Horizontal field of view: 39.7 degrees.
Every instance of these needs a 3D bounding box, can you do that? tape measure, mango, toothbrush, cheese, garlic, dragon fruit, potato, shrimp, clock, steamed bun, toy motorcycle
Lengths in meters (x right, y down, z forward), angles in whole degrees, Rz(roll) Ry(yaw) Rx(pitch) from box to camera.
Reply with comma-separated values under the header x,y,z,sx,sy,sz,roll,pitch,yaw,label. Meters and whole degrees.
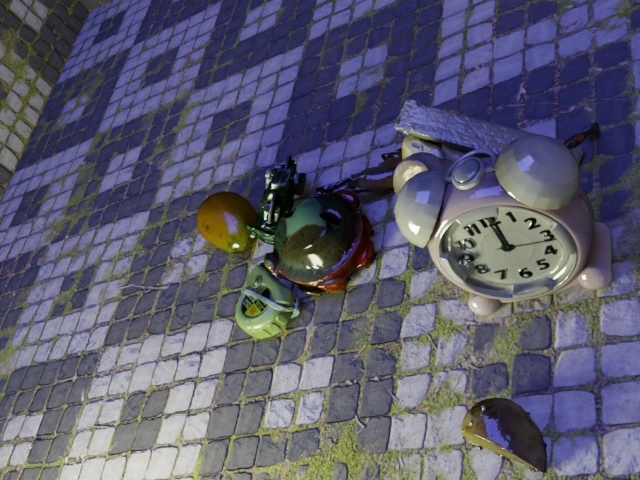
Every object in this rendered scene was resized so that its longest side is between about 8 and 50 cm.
x,y,z,sx,sy,sz,roll,pitch,yaw,label
-0.127,0.154,2.082,0.154,0.087,0.177,-50,40,-4,tape measure
-0.240,-0.049,2.349,0.221,0.120,0.151,28,81,45,mango
0.488,-0.191,1.710,0.031,0.023,0.321,-28,1,34,toothbrush
0.350,-0.215,1.872,0.400,0.034,0.085,20,71,23,cheese
0.255,-0.089,1.858,0.143,0.229,0.178,-38,9,-28,garlic
0.000,0.000,2.076,0.268,0.130,0.295,-46,37,9,dragon fruit
0.314,0.316,1.517,0.172,0.089,0.100,18,67,51,potato
0.119,-0.153,2.149,0.262,0.066,0.117,-11,33,19,shrimp
0.338,-0.030,1.613,0.342,0.326,0.184,-22,42,29,clock
0.280,-0.183,1.964,0.172,0.141,0.155,-36,49,7,steamed bun
-0.105,-0.094,2.243,0.125,0.187,0.274,12,38,3,toy motorcycle
